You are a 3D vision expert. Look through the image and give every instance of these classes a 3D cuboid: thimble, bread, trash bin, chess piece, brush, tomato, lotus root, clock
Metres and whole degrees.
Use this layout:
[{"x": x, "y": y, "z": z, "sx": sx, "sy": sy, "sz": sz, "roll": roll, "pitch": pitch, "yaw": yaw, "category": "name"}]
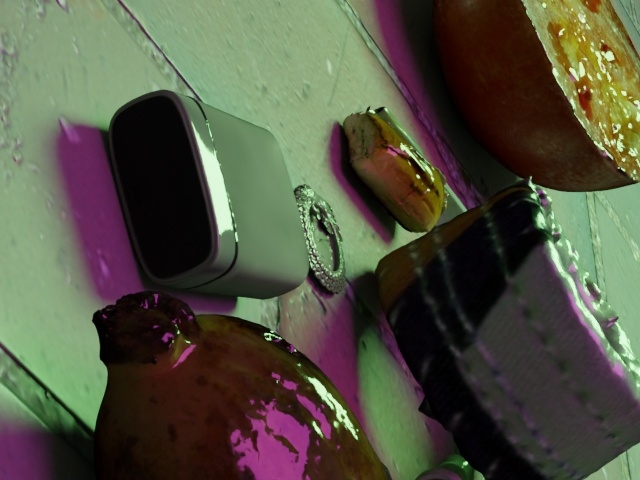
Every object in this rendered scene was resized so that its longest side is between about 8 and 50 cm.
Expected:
[{"x": 0.153, "y": 0.081, "z": 1.334, "sx": 0.237, "sy": 0.150, "sz": 0.237, "roll": 55, "pitch": 13, "yaw": -19, "category": "thimble"}, {"x": 0.063, "y": -0.055, "z": 1.422, "sx": 0.106, "sy": 0.053, "sz": 0.072, "roll": 43, "pitch": 29, "yaw": -37, "category": "bread"}, {"x": -0.065, "y": -0.024, "z": 1.081, "sx": 0.130, "sy": 0.059, "sz": 0.116, "roll": 15, "pitch": 57, "yaw": -65, "category": "trash bin"}, {"x": 0.094, "y": 0.178, "z": 1.292, "sx": 0.042, "sy": 0.042, "sz": 0.093, "roll": 67, "pitch": 17, "yaw": -2, "category": "chess piece"}, {"x": 0.083, "y": -0.057, "z": 1.498, "sx": 0.178, "sy": 0.033, "sz": 0.030, "roll": 49, "pitch": 22, "yaw": -40, "category": "brush"}, {"x": 0.207, "y": -0.177, "z": 1.757, "sx": 0.338, "sy": 0.143, "sz": 0.338, "roll": 46, "pitch": 28, "yaw": -34, "category": "tomato"}, {"x": -0.038, "y": 0.132, "z": 0.905, "sx": 0.260, "sy": 0.128, "sz": 0.145, "roll": 59, "pitch": 33, "yaw": -19, "category": "lotus root"}, {"x": 0.000, "y": 0.000, "z": 1.277, "sx": 0.074, "sy": 0.010, "sz": 0.083, "roll": 39, "pitch": 36, "yaw": -52, "category": "clock"}]

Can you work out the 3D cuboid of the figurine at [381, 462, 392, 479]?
[{"x": 0.022, "y": 0.187, "z": 1.112, "sx": 0.060, "sy": 0.047, "sz": 0.106, "roll": -5, "pitch": 79, "yaw": -30, "category": "figurine"}]
